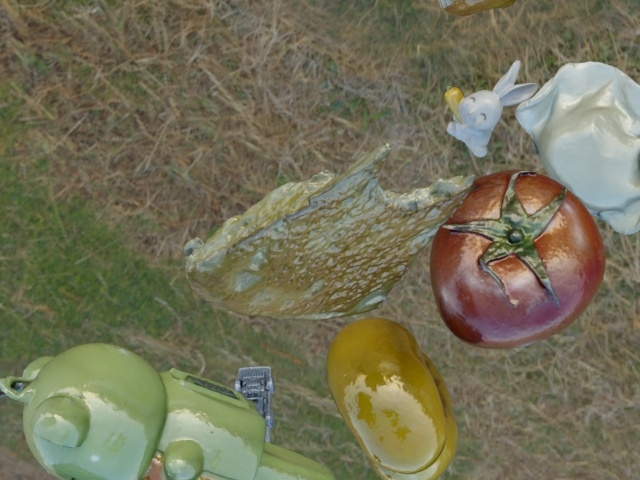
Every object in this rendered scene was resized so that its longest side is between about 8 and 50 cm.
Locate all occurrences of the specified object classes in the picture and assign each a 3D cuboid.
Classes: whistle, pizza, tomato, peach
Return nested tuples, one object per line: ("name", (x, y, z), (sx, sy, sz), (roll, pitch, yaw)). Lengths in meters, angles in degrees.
("whistle", (-0.110, 0.158, 0.609), (0.288, 0.131, 0.106), (28, 87, -26))
("pizza", (0.000, 0.000, 0.559), (0.181, 0.034, 0.262), (4, 151, -23))
("tomato", (0.178, 0.026, 0.729), (0.167, 0.167, 0.167), (6, 125, 8))
("peach", (0.075, 0.164, 0.788), (0.103, 0.179, 0.179), (-28, 115, 7))

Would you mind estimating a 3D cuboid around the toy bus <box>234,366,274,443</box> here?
("toy bus", (-0.101, 0.272, 1.205), (0.064, 0.190, 0.075), (-4, 114, -1))

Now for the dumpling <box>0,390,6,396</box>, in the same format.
("dumpling", (-0.338, 0.072, 0.358), (0.166, 0.332, 0.086), (25, 119, 42))

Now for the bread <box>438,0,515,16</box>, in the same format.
("bread", (0.180, -0.304, 0.834), (0.132, 0.190, 0.114), (-20, 102, 25))

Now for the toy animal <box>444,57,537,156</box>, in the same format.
("toy animal", (0.324, -0.271, 1.542), (0.131, 0.127, 0.181), (48, 149, 17))

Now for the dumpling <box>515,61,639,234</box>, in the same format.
("dumpling", (0.522, -0.181, 1.430), (0.318, 0.187, 0.243), (49, 128, 15))
